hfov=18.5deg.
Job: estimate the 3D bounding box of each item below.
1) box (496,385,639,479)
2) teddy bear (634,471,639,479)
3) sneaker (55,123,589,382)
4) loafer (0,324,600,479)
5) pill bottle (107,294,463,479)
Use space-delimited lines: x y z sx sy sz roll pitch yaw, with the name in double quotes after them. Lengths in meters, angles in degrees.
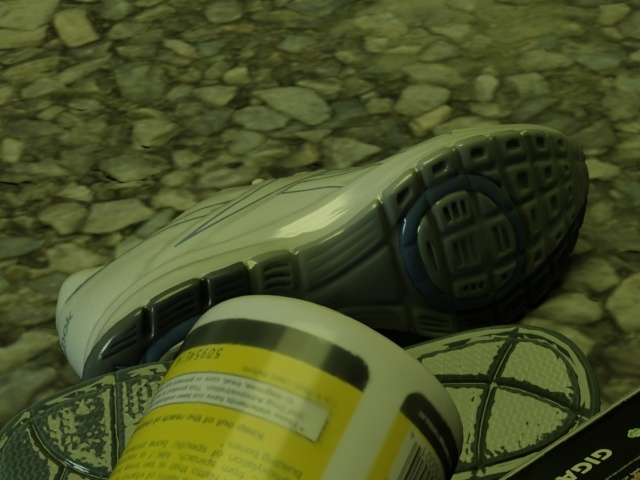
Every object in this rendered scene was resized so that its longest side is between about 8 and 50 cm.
0.244 0.102 0.767 0.322 0.079 0.257 -29 29 -31 "box"
0.111 0.167 0.594 0.245 0.113 0.338 10 67 43 "teddy bear"
0.000 0.000 0.990 0.297 0.111 0.129 -19 29 -22 "sneaker"
-0.009 0.103 0.870 0.267 0.084 0.096 -8 63 3 "loafer"
-0.037 0.134 0.726 0.119 0.119 0.208 11 55 25 "pill bottle"
